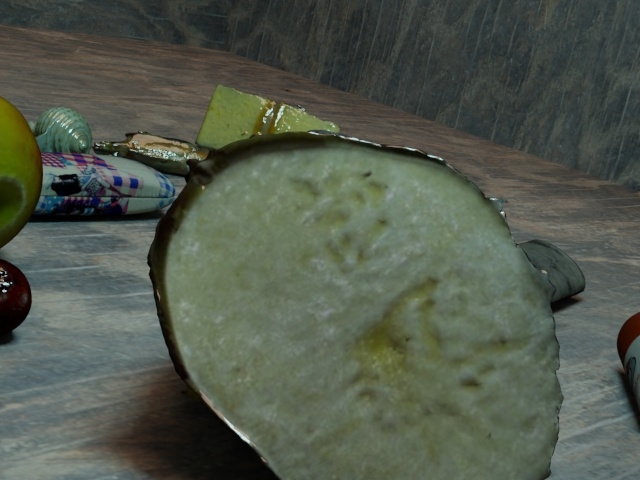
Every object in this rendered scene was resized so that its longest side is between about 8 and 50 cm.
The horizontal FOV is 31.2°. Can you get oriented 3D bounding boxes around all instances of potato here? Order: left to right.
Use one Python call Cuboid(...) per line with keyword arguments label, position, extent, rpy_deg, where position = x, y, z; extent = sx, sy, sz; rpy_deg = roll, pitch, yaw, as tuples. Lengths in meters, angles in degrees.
Cuboid(label="potato", position=(0.035, 0.085, 1.036), extent=(0.397, 0.290, 0.296), rpy_deg=(37, -9, 13))

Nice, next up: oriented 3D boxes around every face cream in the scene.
Cuboid(label="face cream", position=(0.411, 0.154, 1.360), extent=(0.095, 0.096, 0.214), rpy_deg=(14, 14, 4))

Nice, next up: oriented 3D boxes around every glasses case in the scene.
Cuboid(label="glasses case", position=(-0.347, -0.079, 1.600), extent=(0.125, 0.076, 0.327), rpy_deg=(23, 16, 40))
Cuboid(label="glasses case", position=(0.294, 0.059, 1.672), extent=(0.114, 0.060, 0.299), rpy_deg=(42, 24, 20))

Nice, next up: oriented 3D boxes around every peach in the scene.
Cuboid(label="peach", position=(-0.423, -0.076, 1.262), extent=(0.231, 0.231, 0.231), rpy_deg=(13, 14, -3))

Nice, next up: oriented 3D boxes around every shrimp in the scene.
Cuboid(label="shrimp", position=(-0.276, -0.158, 2.011), extent=(0.254, 0.059, 0.145), rpy_deg=(9, 12, -18))

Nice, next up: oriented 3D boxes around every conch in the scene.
Cuboid(label="conch", position=(-0.415, -0.137, 1.715), extent=(0.153, 0.102, 0.135), rpy_deg=(-17, 8, 35))

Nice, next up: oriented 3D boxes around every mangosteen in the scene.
Cuboid(label="mangosteen", position=(-0.322, 0.057, 1.110), extent=(0.081, 0.081, 0.081), rpy_deg=(13, 14, -3))

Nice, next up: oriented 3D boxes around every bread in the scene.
Cuboid(label="bread", position=(-0.093, -0.169, 2.078), extent=(0.266, 0.178, 0.142), rpy_deg=(18, 34, 17))

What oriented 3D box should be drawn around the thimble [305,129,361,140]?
Cuboid(label="thimble", position=(0.012, -0.110, 1.912), extent=(0.097, 0.150, 0.150), rpy_deg=(12, 13, -28))
